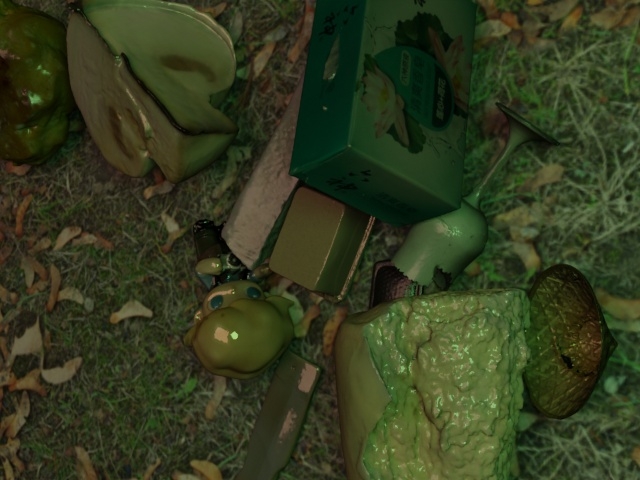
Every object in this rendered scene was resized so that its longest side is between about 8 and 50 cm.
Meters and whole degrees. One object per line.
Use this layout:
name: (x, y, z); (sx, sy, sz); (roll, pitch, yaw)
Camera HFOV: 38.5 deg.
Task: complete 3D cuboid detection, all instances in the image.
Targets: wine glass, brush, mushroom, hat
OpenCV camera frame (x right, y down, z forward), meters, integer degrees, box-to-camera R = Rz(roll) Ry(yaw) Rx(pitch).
wine glass: (0.152, -0.039, 0.926); (0.079, 0.079, 0.195); (42, 106, 29)
brush: (-0.083, 0.282, 1.057); (0.060, 0.050, 0.321); (25, 97, 36)
brush: (0.075, 0.116, 0.992); (0.063, 0.016, 0.194); (4, 86, 31)
mushroom: (-0.193, -0.179, 1.150); (0.236, 0.162, 0.173); (51, 146, 14)
hat: (0.251, 0.097, 0.861); (0.146, 0.067, 0.146); (-175, 90, -74)

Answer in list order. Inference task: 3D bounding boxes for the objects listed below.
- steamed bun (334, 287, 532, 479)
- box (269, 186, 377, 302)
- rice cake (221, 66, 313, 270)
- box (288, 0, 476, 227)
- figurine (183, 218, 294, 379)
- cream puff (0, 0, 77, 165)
steamed bun: (0.104, 0.164, 0.877); (0.200, 0.170, 0.226); (-6, 87, 30)
box: (0.000, 0.000, 1.028); (0.089, 0.062, 0.122); (26, 97, 32)
rice cake: (-0.008, -0.137, 1.045); (0.072, 0.056, 0.365); (28, 97, 19)
box: (0.067, -0.155, 0.906); (0.092, 0.153, 0.245); (-18, 57, 48)
figurine: (-0.098, 0.063, 1.067); (0.108, 0.114, 0.196); (-42, 51, 46)
cream puff: (-0.443, -0.237, 1.286); (0.281, 0.185, 0.282); (13, 129, 16)
